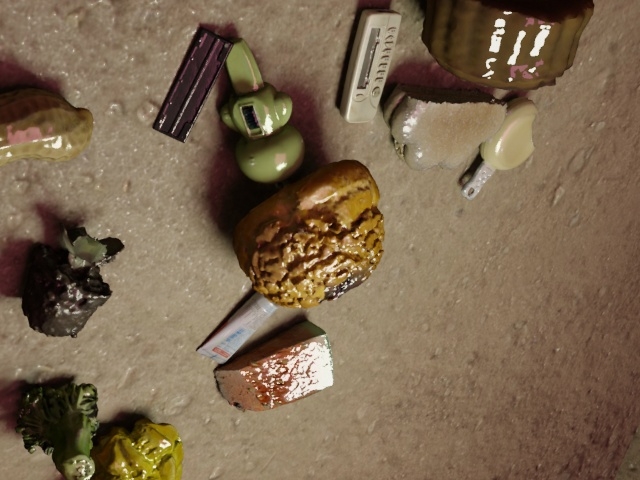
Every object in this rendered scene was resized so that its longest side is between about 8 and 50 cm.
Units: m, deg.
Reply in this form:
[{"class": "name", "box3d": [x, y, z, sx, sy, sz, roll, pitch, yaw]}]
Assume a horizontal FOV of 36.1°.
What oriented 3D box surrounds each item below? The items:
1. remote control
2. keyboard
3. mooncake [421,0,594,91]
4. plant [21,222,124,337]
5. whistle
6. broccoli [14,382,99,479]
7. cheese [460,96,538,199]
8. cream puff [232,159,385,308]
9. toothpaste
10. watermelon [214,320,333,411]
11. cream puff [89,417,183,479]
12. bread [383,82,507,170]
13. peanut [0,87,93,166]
[{"class": "remote control", "box3d": [0.093, -0.345, 1.940, 0.090, 0.049, 0.230, -7, 124, -36]}, {"class": "keyboard", "box3d": [-0.224, -0.272, 1.733, 0.067, 0.011, 0.202, 24, 106, -17]}, {"class": "mooncake", "box3d": [0.355, -0.431, 1.907, 0.324, 0.324, 0.187, -19, 136, -29]}, {"class": "plant", "box3d": [-0.440, 0.065, 1.730, 0.142, 0.131, 0.203, 8, 112, -40]}, {"class": "whistle", "box3d": [-0.109, -0.232, 1.815, 0.141, 0.141, 0.294, -20, 106, -28]}, {"class": "broccoli", "box3d": [-0.468, 0.366, 1.808, 0.164, 0.304, 0.146, 6, 98, -23]}, {"class": "cheese", "box3d": [0.410, -0.215, 2.292, 0.249, 0.071, 0.163, -40, 138, -9]}, {"class": "cream puff", "box3d": [0.000, 0.000, 1.917, 0.343, 0.231, 0.327, -37, 171, 37]}, {"class": "toothpaste", "box3d": [-0.159, 0.175, 2.113, 0.234, 0.057, 0.089, -46, 137, 7]}, {"class": "watermelon", "box3d": [-0.107, 0.306, 2.202, 0.256, 0.140, 0.193, -11, 107, -22]}, {"class": "cream puff", "box3d": [-0.388, 0.464, 2.044, 0.221, 0.194, 0.195, -33, 136, -23]}, {"class": "bread", "box3d": [0.260, -0.242, 2.126, 0.337, 0.102, 0.183, -4, 126, -41]}, {"class": "peanut", "box3d": [-0.492, -0.168, 1.526, 0.298, 0.120, 0.136, -10, 149, -37]}]
